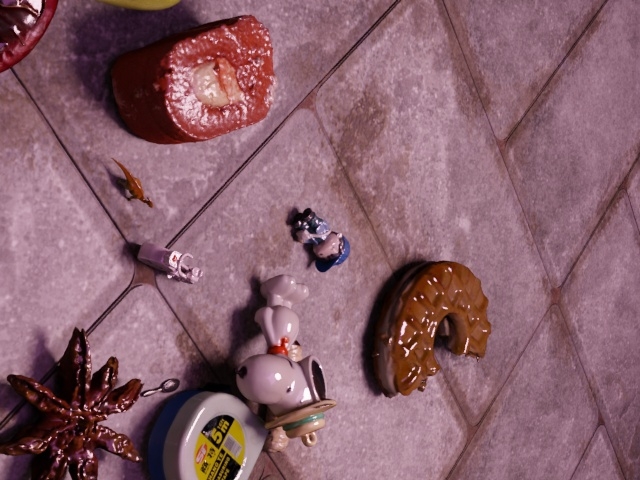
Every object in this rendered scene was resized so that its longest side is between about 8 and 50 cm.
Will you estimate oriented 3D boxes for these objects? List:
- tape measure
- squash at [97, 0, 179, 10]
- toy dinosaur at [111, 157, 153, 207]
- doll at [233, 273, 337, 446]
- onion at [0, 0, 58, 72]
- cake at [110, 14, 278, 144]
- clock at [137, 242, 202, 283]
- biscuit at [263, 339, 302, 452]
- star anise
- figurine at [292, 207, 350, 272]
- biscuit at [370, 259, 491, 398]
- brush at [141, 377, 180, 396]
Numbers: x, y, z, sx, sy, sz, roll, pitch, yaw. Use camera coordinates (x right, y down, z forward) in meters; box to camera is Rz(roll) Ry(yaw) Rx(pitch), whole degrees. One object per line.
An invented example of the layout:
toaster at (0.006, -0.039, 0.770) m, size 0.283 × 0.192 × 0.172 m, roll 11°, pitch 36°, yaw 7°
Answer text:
tape measure at (-0.221, 0.418, 1.684) m, size 0.215 × 0.097 × 0.351 m, roll 52°, pitch 49°, yaw -39°
squash at (-0.279, -0.417, 1.537) m, size 0.186 × 0.123 × 0.123 m, roll -3°, pitch 96°, yaw -51°
toy dinosaur at (-0.307, -0.093, 1.594) m, size 0.026 × 0.041 × 0.113 m, roll -52°, pitch 124°, yaw -27°
doll at (-0.048, 0.211, 1.788) m, size 0.208 × 0.144 × 0.271 m, roll 45°, pitch 39°, yaw -26°
onion at (-0.485, -0.345, 1.247) m, size 0.313 × 0.232 × 0.314 m, roll -8°, pitch 110°, yaw -24°
cake at (-0.194, -0.254, 1.621) m, size 0.283 × 0.150 × 0.177 m, roll -35°, pitch 115°, yaw -46°
clock at (-0.242, 0.042, 1.649) m, size 0.129 × 0.087 × 0.041 m, roll 39°, pitch 65°, yaw -52°
biscuit at (-0.071, 0.294, 1.884) m, size 0.061 × 0.055 × 0.219 m, roll 16°, pitch 82°, yaw -58°
star anise at (-0.371, 0.275, 1.523) m, size 0.288 × 0.088 × 0.288 m, roll -4°, pitch 95°, yaw -50°
figurine at (0.000, -0.005, 1.935) m, size 0.136 × 0.077 × 0.079 m, roll 54°, pitch 20°, yaw -19°
biscuit at (0.243, 0.179, 2.182) m, size 0.366 × 0.115 × 0.268 m, roll -19°, pitch 107°, yaw -47°
brush at (-0.270, 0.252, 1.690) m, size 0.083 × 0.008 × 0.024 m, roll -12°, pitch 106°, yaw -47°
